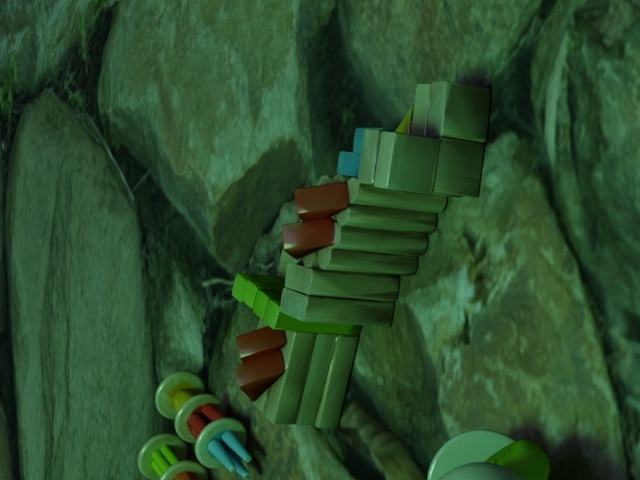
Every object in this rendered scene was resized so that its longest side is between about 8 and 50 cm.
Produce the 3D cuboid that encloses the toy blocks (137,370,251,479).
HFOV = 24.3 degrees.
[{"bbox_3d":[-0.114,0.209,1.405,0.148,0.054,0.123,39,118,54],"label":"toy blocks"}]

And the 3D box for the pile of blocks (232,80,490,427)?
[{"bbox_3d":[0.000,0.000,1.196,0.362,0.112,0.149,-61,38,33],"label":"pile of blocks"}]

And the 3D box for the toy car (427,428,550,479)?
[{"bbox_3d":[0.104,0.219,0.973,0.182,0.136,0.159,-50,-2,6],"label":"toy car"}]
